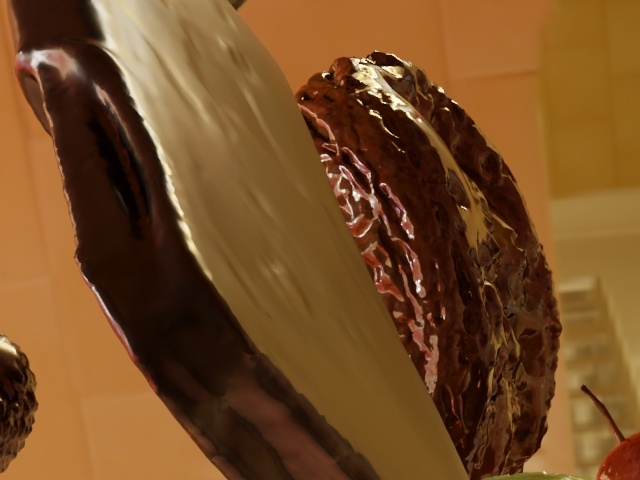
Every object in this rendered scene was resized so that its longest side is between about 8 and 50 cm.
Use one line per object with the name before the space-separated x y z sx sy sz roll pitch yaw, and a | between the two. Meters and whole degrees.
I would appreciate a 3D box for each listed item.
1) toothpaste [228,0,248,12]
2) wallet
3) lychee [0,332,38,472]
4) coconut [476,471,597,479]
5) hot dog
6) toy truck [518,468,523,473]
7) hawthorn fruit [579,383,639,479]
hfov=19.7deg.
toothpaste | -0.043 -0.220 1.356 0.314 0.056 0.058 -47 -152 -20
wallet | -0.037 -0.024 0.612 0.051 0.197 0.377 -36 -144 8
lychee | -0.315 0.120 1.389 0.194 0.194 0.194 -7 -162 2
coconut | 0.114 0.262 0.959 0.328 0.281 0.328 8 168 2
hot dog | 0.081 0.042 1.443 0.174 0.388 0.267 -9 180 19
toy truck | 0.166 0.237 1.666 0.024 0.083 0.032 25 158 -37
hawthorn fruit | 0.301 0.219 1.602 0.162 0.163 0.203 -16 -140 -24
